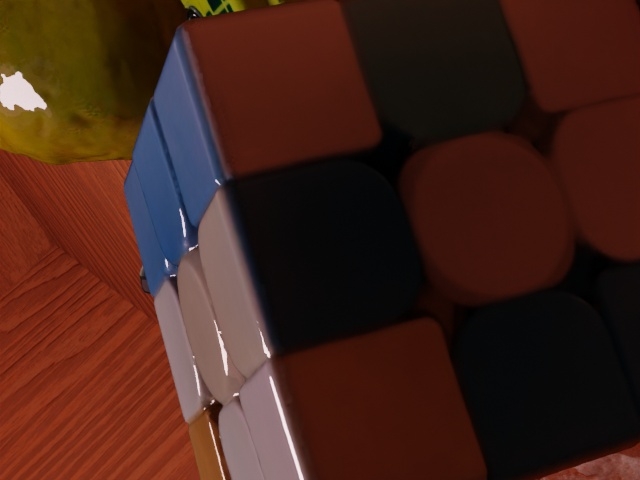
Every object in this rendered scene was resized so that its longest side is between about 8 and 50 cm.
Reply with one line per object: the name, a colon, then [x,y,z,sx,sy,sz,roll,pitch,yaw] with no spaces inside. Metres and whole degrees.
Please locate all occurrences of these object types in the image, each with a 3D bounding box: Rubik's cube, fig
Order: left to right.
fig: [-0.266,-0.259,1.383,0.343,0.343,0.343,40,164,14]
Rubik's cube: [0.066,0.024,0.950,0.344,0.347,0.346,131,123,-69]

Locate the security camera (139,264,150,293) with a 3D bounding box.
security camera: [-0.137,-0.070,1.644,0.197,0.191,0.277,8,120,14]

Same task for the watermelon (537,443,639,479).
watermelon: [0.371,0.301,1.592,0.250,0.293,0.283,-66,-37,-68]

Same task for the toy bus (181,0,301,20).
toy bus: [-0.068,-0.260,1.094,0.262,0.128,0.150,62,159,-4]
